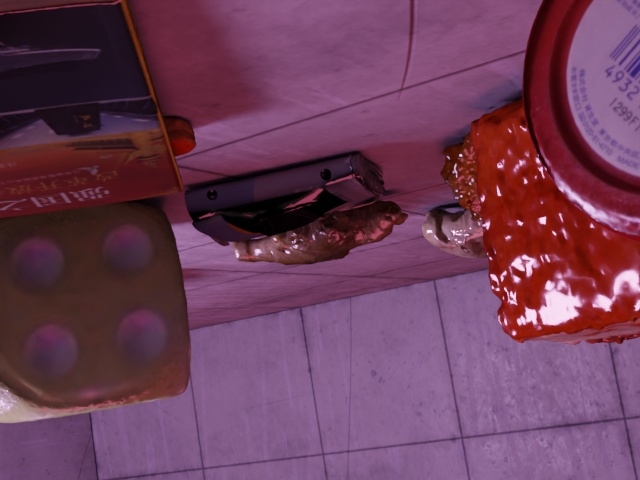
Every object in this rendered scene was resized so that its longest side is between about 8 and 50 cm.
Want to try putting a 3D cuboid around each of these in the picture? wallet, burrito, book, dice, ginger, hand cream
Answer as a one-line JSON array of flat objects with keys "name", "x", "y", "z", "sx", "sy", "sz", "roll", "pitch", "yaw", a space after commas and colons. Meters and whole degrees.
[{"name": "wallet", "x": -0.038, "y": -0.046, "z": 1.188, "sx": 0.230, "sy": 0.070, "sz": 0.170, "roll": -12, "pitch": 166, "yaw": 13}, {"name": "burrito", "x": 0.318, "y": -0.019, "z": 1.661, "sx": 0.175, "sy": 0.107, "sz": 0.347, "roll": 1, "pitch": 177, "yaw": 35}, {"name": "book", "x": -0.252, "y": -0.084, "z": 0.716, "sx": 0.262, "sy": 0.028, "sz": 0.374, "roll": -9, "pitch": 165, "yaw": -5}, {"name": "dice", "x": -0.307, "y": 0.096, "z": 1.218, "sx": 0.249, "sy": 0.252, "sz": 0.254, "roll": -6, "pitch": 170, "yaw": -15}, {"name": "ginger", "x": 0.001, "y": -0.001, "z": 1.491, "sx": 0.166, "sy": 0.080, "sz": 0.333, "roll": 10, "pitch": 160, "yaw": -31}, {"name": "hand cream", "x": 0.253, "y": -0.101, "z": 0.602, "sx": 0.230, "sy": 0.230, "sz": 0.149, "roll": -17, "pitch": 168, "yaw": 43}]

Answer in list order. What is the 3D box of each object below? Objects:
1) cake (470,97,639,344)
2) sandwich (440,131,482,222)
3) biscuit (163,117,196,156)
[{"name": "cake", "x": 0.348, "y": -0.039, "z": 0.950, "sx": 0.319, "sy": 0.270, "sz": 0.270, "roll": -6, "pitch": 172, "yaw": -29}, {"name": "sandwich", "x": 0.213, "y": -0.070, "z": 1.154, "sx": 0.159, "sy": 0.109, "sz": 0.184, "roll": -7, "pitch": 171, "yaw": -29}, {"name": "biscuit", "x": -0.243, "y": -0.073, "z": 0.888, "sx": 0.250, "sy": 0.036, "sz": 0.165, "roll": -13, "pitch": 170, "yaw": 24}]
